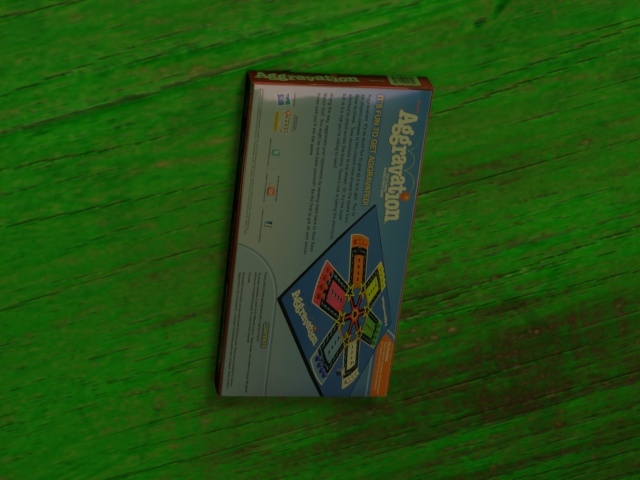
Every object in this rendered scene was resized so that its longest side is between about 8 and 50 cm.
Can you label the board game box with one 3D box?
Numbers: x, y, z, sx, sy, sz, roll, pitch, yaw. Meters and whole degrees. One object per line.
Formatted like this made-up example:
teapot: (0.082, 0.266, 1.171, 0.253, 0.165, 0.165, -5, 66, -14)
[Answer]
board game box: (0.000, 0.000, 1.564, 0.145, 0.027, 0.281, 2, 118, -11)
